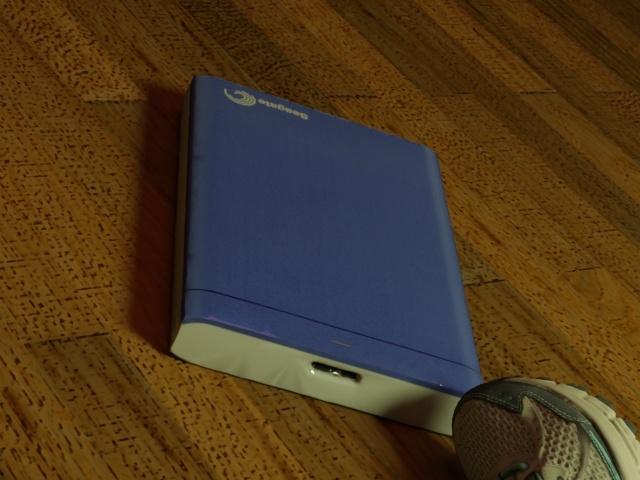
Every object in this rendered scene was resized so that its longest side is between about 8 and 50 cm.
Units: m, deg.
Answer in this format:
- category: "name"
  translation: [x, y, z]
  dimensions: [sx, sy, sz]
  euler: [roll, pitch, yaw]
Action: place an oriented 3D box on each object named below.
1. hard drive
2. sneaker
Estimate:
- category: "hard drive"
  translation: [0.000, 0.000, 1.178]
  dimensions: [0.210, 0.040, 0.319]
  euler: [17, 31, -14]
- category: "sneaker"
  translation: [0.140, 0.182, 0.933]
  dimensions: [0.122, 0.110, 0.283]
  euler: [-1, 39, -32]
